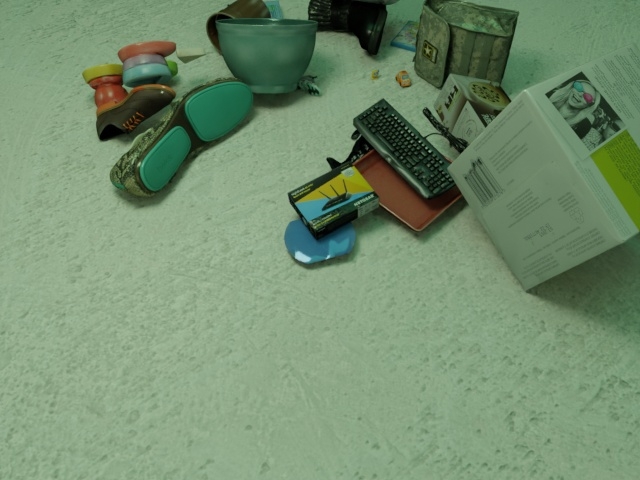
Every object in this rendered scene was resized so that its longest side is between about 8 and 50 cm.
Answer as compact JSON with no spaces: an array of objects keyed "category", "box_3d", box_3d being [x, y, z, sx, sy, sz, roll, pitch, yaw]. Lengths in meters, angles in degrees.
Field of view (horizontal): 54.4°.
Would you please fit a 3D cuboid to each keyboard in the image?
[{"category":"keyboard","box_3d":[0.249,-0.256,1.590,0.202,0.033,0.317,-34,67,-15]}]

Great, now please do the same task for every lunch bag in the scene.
[{"category":"lunch bag","box_3d":[0.419,-0.578,1.864,0.287,0.235,0.169,17,53,14]}]

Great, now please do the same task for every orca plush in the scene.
[{"category":"orca plush","box_3d":[0.131,-0.284,1.685,0.287,0.102,0.151,-30,55,-25]}]

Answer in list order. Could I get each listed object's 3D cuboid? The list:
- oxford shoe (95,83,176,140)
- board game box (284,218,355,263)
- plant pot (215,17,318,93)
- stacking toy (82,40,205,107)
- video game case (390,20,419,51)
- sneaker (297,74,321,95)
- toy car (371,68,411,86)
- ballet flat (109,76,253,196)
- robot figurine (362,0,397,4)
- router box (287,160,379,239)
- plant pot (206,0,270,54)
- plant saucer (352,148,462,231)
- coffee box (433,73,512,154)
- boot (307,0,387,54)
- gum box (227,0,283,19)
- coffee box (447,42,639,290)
[{"category":"oxford shoe","box_3d":[-0.504,-0.343,1.700,0.271,0.097,0.098,-17,62,29]},{"category":"board game box","box_3d":[0.000,0.000,1.475,0.169,0.033,0.133,-15,55,-7]},{"category":"plant pot","box_3d":[-0.153,-0.538,1.818,0.293,0.196,0.293,0,23,0]},{"category":"stacking toy","box_3d":[-0.490,-0.456,1.786,0.309,0.130,0.280,-10,4,43]},{"category":"video game case","box_3d":[0.324,-0.694,2.118,0.119,0.015,0.166,21,51,17]},{"category":"sneaker","box_3d":[-0.025,-0.483,1.907,0.098,0.038,0.069,28,54,22]},{"category":"toy car","box_3d":[0.220,-0.507,1.930,0.122,0.040,0.060,0,48,-1]},{"category":"ballet flat","box_3d":[-0.386,-0.295,1.672,0.182,0.164,0.482,9,47,35]},{"category":"robot figurine","box_3d":[0.146,-0.867,1.981,0.354,0.300,0.199,8,92,-4]},{"category":"router box","box_3d":[0.030,-0.097,1.487,0.179,0.046,0.133,-29,61,-14]},{"category":"plant pot","box_3d":[-0.254,-0.697,2.007,0.167,0.167,0.165,20,54,17]},{"category":"plant saucer","box_3d":[0.225,-0.148,1.588,0.259,0.047,0.258,38,58,23]},{"category":"coffee box","box_3d":[0.444,-0.309,1.673,0.168,0.118,0.297,4,45,-21]},{"category":"boot","box_3d":[0.082,-0.733,2.069,0.260,0.131,0.348,9,37,-2]},{"category":"gum box","box_3d":[-0.227,-0.776,2.170,0.185,0.041,0.156,-7,49,-5]},{"category":"coffee box","box_3d":[0.550,-0.149,1.335,0.334,0.337,0.338,-26,80,-23]}]
